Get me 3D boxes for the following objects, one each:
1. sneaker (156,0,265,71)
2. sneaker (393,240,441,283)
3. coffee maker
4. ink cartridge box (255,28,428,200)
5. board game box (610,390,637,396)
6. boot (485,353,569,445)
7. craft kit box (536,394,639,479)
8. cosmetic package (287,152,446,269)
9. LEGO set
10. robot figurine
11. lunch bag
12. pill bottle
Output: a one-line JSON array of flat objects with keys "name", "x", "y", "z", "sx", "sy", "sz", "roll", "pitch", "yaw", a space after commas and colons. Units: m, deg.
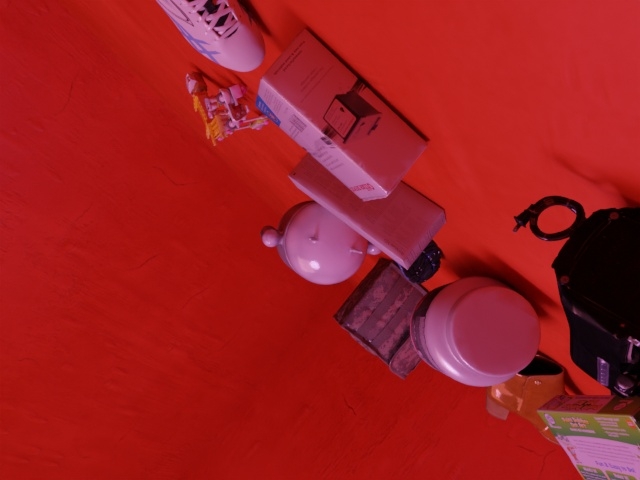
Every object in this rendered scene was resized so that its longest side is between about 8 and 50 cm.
[{"name": "sneaker", "x": -0.138, "y": -0.274, "z": 0.617, "sx": 0.237, "sy": 0.085, "sz": 0.086, "roll": 46, "pitch": -172, "yaw": -46}, {"name": "sneaker", "x": 0.148, "y": -0.006, "z": 1.028, "sx": 0.221, "sy": 0.083, "sz": 0.087, "roll": 49, "pitch": -175, "yaw": -27}, {"name": "coffee maker", "x": 0.268, "y": 0.053, "z": 0.480, "sx": 0.178, "sy": 0.120, "sz": 0.171, "roll": 49, "pitch": -167, "yaw": -54}, {"name": "ink cartridge box", "x": 0.018, "y": -0.141, "z": 0.670, "sx": 0.190, "sy": 0.082, "sz": 0.139, "roll": 40, "pitch": 176, "yaw": -8}, {"name": "board game box", "x": 0.514, "y": 0.310, "z": 0.809, "sx": 0.160, "sy": 0.039, "sz": 0.212, "roll": 32, "pitch": 148, "yaw": 58}, {"name": "boot", "x": 0.505, "y": 0.339, "z": 1.186, "sx": 0.294, "sy": 0.104, "sz": 0.211, "roll": 11, "pitch": 138, "yaw": 15}, {"name": "craft kit box", "x": 0.477, "y": 0.353, "z": 0.834, "sx": 0.247, "sy": 0.061, "sz": 0.250, "roll": 55, "pitch": 165, "yaw": 8}, {"name": "cosmetic package", "x": 0.070, "y": -0.065, "z": 0.866, "sx": 0.239, "sy": 0.099, "sz": 0.060, "roll": 39, "pitch": 175, "yaw": 23}, {"name": "LEGO set", "x": -0.190, "y": -0.277, "z": 1.144, "sx": 0.287, "sy": 0.107, "sz": 0.132, "roll": 41, "pitch": 143, "yaw": 56}, {"name": "robot figurine", "x": 0.000, "y": 0.000, "z": 1.372, "sx": 0.299, "sy": 0.200, "sz": 0.353, "roll": 2, "pitch": -177, "yaw": -11}, {"name": "lunch bag", "x": 0.219, "y": 0.233, "z": 1.583, "sx": 0.287, "sy": 0.235, "sz": 0.169, "roll": 41, "pitch": 177, "yaw": -10}, {"name": "pill bottle", "x": 0.258, "y": 0.153, "z": 0.946, "sx": 0.176, "sy": 0.176, "sz": 0.318, "roll": 39, "pitch": 175, "yaw": 7}]
